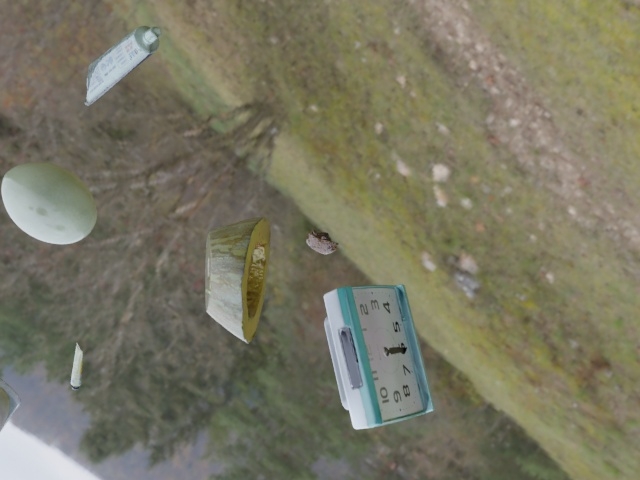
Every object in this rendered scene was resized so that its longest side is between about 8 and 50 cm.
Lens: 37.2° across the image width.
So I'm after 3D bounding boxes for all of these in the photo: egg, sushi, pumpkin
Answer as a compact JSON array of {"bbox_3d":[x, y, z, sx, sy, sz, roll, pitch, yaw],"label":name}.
[{"bbox_3d":[-0.674,-0.094,2.368,0.253,0.187,0.186,35,171,-28],"label":"egg"},{"bbox_3d":[0.000,0.000,2.088,0.099,0.047,0.050,33,-170,41],"label":"sushi"},{"bbox_3d":[-0.151,0.060,1.610,0.110,0.217,0.217,11,167,1],"label":"pumpkin"}]

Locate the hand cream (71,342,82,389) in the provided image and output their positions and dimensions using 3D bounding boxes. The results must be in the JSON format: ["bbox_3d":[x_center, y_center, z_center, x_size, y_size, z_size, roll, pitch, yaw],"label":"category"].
[{"bbox_3d":[-0.511,0.267,2.003,0.022,0.102,0.035,-1,-157,-30],"label":"hand cream"}]

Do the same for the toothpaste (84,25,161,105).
[{"bbox_3d":[-0.341,-0.304,1.612,0.268,0.047,0.069,-18,97,50],"label":"toothpaste"}]

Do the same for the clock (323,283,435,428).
[{"bbox_3d":[0.097,0.222,1.822,0.116,0.262,0.231,-21,168,32],"label":"clock"}]

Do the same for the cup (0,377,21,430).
[{"bbox_3d":[-0.681,0.338,1.650,0.356,0.275,0.259,3,144,42],"label":"cup"}]
